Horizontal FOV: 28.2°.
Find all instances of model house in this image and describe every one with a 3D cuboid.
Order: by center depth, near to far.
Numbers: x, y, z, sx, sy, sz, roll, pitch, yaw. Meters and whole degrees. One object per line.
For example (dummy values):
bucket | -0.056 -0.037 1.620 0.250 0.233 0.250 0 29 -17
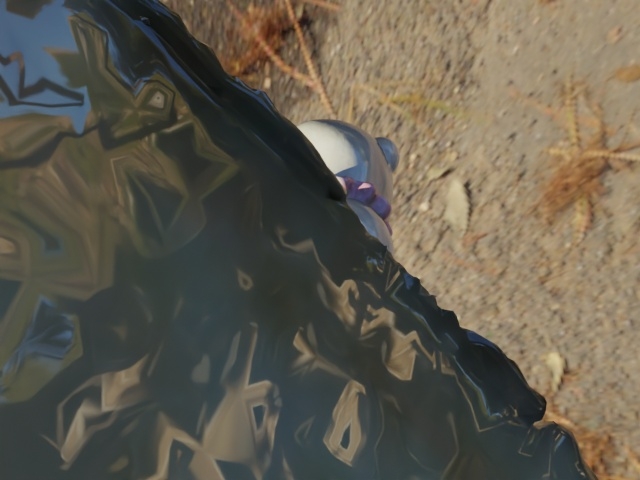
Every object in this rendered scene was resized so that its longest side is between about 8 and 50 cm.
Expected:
model house | -0.183 0.192 0.411 0.395 0.400 0.445 43 50 -39

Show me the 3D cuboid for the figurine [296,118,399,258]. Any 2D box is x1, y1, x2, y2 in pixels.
figurine | 0.000 0.000 1.151 0.155 0.127 0.235 -4 41 3
